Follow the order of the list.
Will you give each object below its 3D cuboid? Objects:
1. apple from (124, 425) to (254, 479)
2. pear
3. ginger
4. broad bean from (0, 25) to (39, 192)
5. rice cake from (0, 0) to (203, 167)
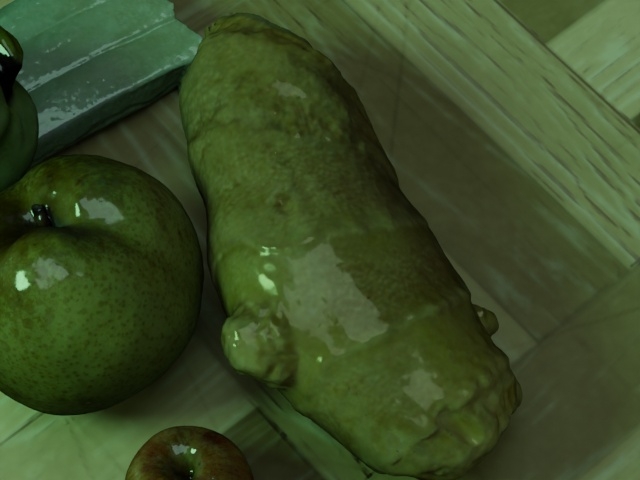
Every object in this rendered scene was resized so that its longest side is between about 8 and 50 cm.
[{"bbox_3d":[-0.078,0.155,1.178,0.084,0.071,0.084,1,53,-1],"label":"apple"},{"bbox_3d":[-0.150,0.024,1.203,0.167,0.137,0.167,-20,37,16],"label":"pear"},{"bbox_3d":[0.000,0.000,1.231,0.189,0.126,0.354,-8,56,-27],"label":"ginger"},{"bbox_3d":[-0.286,-0.064,1.251,0.228,0.100,0.169,-35,57,6],"label":"broad bean"},{"bbox_3d":[-0.193,-0.110,1.340,0.211,0.038,0.124,-35,67,-18],"label":"rice cake"}]
